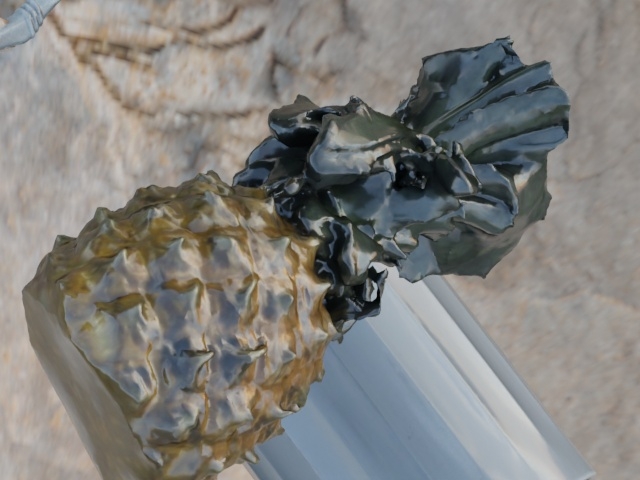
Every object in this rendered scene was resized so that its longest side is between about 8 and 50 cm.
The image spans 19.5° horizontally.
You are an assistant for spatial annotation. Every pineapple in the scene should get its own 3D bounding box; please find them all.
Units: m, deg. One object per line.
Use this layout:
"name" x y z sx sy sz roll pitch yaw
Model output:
"pineapple" 0.000 0.000 0.723 0.237 0.119 0.111 -33 94 -25

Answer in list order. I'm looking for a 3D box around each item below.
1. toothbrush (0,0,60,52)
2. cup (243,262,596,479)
"toothbrush" -0.211 -0.109 1.080 0.375 0.028 0.037 -31 119 -28
"cup" 0.029 0.163 1.615 0.237 0.323 0.327 -28 72 -37
